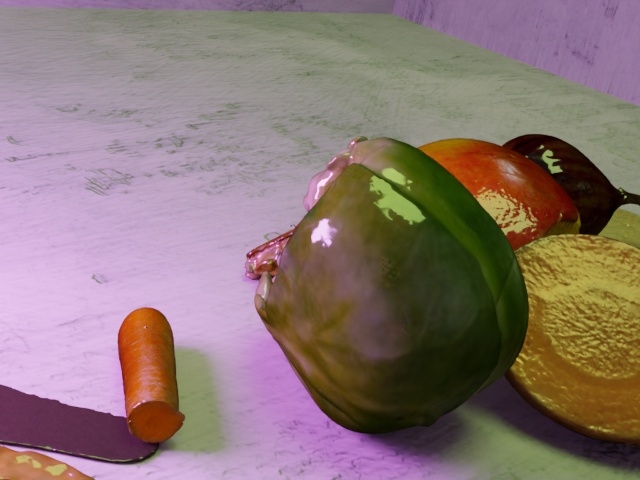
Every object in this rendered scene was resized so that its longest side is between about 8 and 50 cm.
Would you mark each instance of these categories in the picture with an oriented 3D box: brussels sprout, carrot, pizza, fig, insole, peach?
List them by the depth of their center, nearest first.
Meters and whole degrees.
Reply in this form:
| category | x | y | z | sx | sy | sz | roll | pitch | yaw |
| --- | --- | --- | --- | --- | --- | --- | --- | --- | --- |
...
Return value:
| category | x | y | z | sx | sy | sz | roll | pitch | yaw |
| --- | --- | --- | --- | --- | --- | --- | --- | --- | --- |
| insole | -0.327 | 0.178 | 1.047 | 0.328 | 0.007 | 0.111 | 13 | 24 | 1 |
| carrot | -0.191 | 0.138 | 1.130 | 0.067 | 0.067 | 0.225 | 6 | 22 | -16 |
| brussels sprout | 0.071 | 0.065 | 1.156 | 0.276 | 0.371 | 0.315 | -43 | 92 | -20 |
| carrot | 0.342 | 0.119 | 1.263 | 0.307 | 0.100 | 0.258 | 30 | 67 | 12 |
| pizza | 0.000 | 0.000 | 1.456 | 0.226 | 0.069 | 0.147 | -23 | 4 | 22 |
| peach | 0.208 | -0.020 | 1.498 | 0.306 | 0.242 | 0.380 | 4 | 24 | -32 |
| fig | 0.435 | -0.070 | 1.722 | 0.321 | 0.217 | 0.217 | -1 | 26 | -21 |

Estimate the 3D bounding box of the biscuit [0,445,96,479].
| category | x | y | z | sx | sy | sz | roll | pitch | yaw |
| --- | --- | --- | --- | --- | --- | --- | --- | --- | --- |
| biscuit | -0.264 | 0.257 | 0.781 | 0.296 | 0.102 | 0.296 | 10 | 20 | -4 |

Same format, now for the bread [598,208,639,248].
| category | x | y | z | sx | sy | sz | roll | pitch | yaw |
| --- | --- | --- | --- | --- | --- | --- | --- | --- | --- |
| bread | 0.536 | -0.002 | 1.862 | 0.316 | 0.054 | 0.316 | 10 | 22 | -4 |
